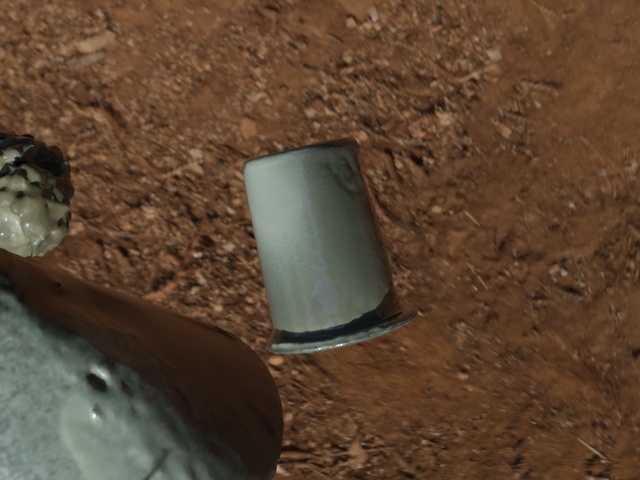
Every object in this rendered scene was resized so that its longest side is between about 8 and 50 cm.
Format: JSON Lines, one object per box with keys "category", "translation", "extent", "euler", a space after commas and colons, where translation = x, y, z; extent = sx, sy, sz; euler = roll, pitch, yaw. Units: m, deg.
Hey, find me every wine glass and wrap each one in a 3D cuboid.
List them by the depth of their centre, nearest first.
{"category": "wine glass", "translation": [-0.196, -0.001, 0.491], "extent": [0.267, 0.406, 0.267], "euler": [-11, 40, 9]}

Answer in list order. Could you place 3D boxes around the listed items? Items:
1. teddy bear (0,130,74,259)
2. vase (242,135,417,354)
{"category": "teddy bear", "translation": [-0.440, 0.026, 0.919], "extent": [0.224, 0.367, 0.357], "euler": [57, 138, 27]}
{"category": "vase", "translation": [0.000, 0.000, 1.508], "extent": [0.245, 0.245, 0.291], "euler": [-12, 94, 15]}
